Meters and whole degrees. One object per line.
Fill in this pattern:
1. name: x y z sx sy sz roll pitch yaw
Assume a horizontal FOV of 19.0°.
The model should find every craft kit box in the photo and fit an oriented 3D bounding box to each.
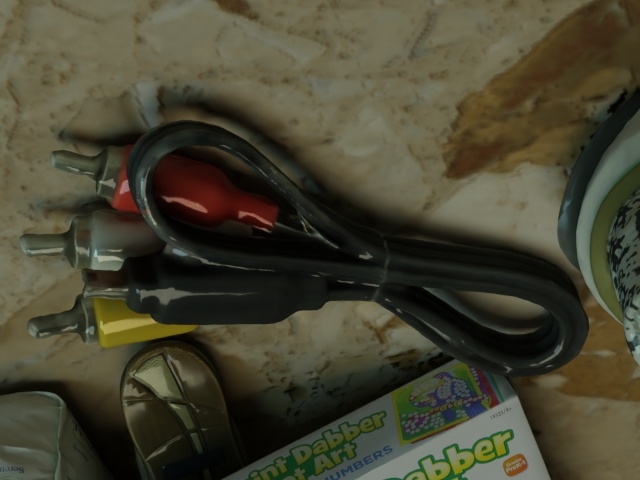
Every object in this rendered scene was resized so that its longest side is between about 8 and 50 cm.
1. craft kit box: 0.027 0.210 1.069 0.250 0.061 0.246 -28 124 -2

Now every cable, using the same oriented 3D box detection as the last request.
1. cable: 0.000 0.000 0.947 0.287 0.072 0.139 2 122 -18

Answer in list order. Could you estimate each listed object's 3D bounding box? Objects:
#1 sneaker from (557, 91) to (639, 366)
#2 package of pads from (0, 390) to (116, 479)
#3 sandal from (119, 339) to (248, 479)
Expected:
1. sneaker: 0.289 0.084 0.830 0.410 0.182 0.158 22 120 2
2. package of pads: -0.247 0.200 1.124 0.297 0.101 0.229 -11 138 13
3. sandal: -0.076 0.124 1.073 0.072 0.049 0.180 -14 122 -9
